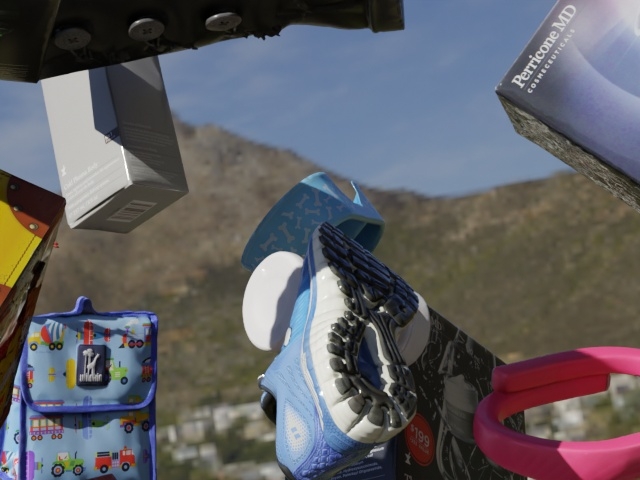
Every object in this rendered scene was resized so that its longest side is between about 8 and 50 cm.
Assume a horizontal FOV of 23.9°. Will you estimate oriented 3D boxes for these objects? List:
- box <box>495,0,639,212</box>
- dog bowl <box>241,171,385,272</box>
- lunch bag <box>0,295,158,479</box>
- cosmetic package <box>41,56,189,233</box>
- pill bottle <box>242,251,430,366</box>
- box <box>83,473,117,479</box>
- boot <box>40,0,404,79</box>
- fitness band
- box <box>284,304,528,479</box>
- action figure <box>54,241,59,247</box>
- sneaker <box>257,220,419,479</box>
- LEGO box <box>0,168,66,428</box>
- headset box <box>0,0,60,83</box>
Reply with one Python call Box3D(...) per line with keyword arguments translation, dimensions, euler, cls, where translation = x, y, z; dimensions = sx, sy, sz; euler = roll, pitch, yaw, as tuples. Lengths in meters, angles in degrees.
Box3D(translation=(0.384, -0.172, 1.529), dimensions=(0.294, 0.296, 0.183), euler=(35, 0, 19), cls="box")
Box3D(translation=(0.000, 0.000, 2.055), dimensions=(0.166, 0.074, 0.297), euler=(-51, -15, 9), cls="dog bowl")
Box3D(translation=(-0.363, 0.227, 2.293), dimensions=(0.221, 0.293, 0.138), euler=(0, 11, -28), cls="lunch bag")
Box3D(translation=(-0.254, -0.141, 1.833), dimensions=(0.127, 0.238, 0.107), euler=(-33, -25, 35), cls="cosmetic package")
Box3D(translation=(0.022, 0.089, 1.795), dimensions=(0.208, 0.119, 0.119), euler=(15, -19, -38), cls="pill bottle")
Box3D(translation=(-0.248, 0.348, 1.619), dimensions=(0.130, 0.091, 0.170), euler=(-10, 39, -34), cls="box")
Box3D(translation=(-0.145, -0.309, 1.563), dimensions=(0.445, 0.146, 0.367), euler=(-4, -28, 5), cls="boot")
Box3D(translation=(0.302, 0.189, 1.634), dimensions=(0.290, 0.054, 0.209), euler=(-10, 26, -27), cls="fitness band")
Box3D(translation=(0.121, 0.277, 2.021), dimensions=(0.179, 0.313, 0.343), euler=(-20, -36, 30), cls="box")
Box3D(translation=(-0.420, 0.048, 2.193), dimensions=(0.115, 0.030, 0.038), euler=(-53, 4, -13), cls="action figure")
Box3D(translation=(0.001, 0.102, 1.398), dimensions=(0.147, 0.129, 0.330), euler=(-46, 15, 24), cls="sneaker")
Box3D(translation=(-0.542, 0.032, 1.502), dimensions=(0.500, 0.193, 0.372), euler=(24, -44, -1), cls="LEGO box")
Box3D(translation=(-0.341, -0.236, 1.248), dimensions=(0.246, 0.131, 0.283), euler=(4, -10, -13), cls="headset box")
